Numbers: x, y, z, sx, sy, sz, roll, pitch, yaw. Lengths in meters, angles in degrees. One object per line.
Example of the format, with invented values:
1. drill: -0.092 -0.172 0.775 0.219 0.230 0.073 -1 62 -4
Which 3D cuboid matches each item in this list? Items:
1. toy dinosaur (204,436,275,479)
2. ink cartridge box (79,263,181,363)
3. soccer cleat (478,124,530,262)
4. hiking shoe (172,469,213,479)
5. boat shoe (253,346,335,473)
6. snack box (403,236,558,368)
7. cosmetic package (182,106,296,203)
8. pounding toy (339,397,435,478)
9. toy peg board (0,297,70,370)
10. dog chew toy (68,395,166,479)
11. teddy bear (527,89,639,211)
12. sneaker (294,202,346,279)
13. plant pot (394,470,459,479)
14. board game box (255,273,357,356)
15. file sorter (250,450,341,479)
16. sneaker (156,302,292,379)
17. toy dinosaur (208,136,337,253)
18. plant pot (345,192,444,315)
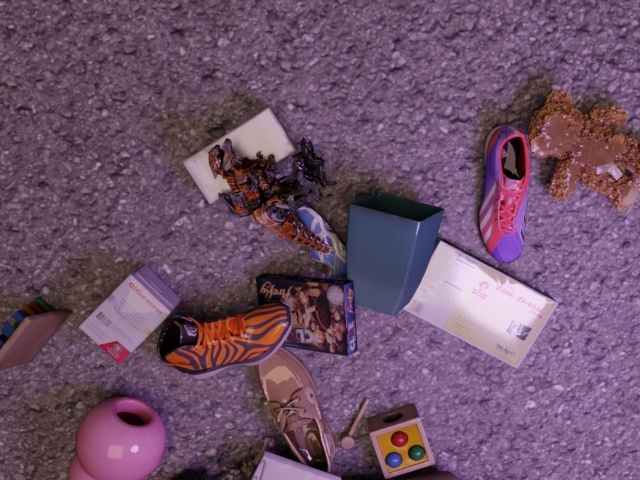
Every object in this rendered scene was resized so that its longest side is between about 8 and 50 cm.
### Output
1. toy dinosaur: -0.219 0.585 1.698 0.118 0.064 0.268 33 102 -13
2. ink cartridge box: -0.433 0.164 1.581 0.176 0.127 0.128 -43 97 7
3. soccer cleat: 0.420 -0.098 1.544 0.109 0.116 0.318 -1 100 0
4. hiking shoe: -0.333 0.647 1.696 0.227 0.086 0.114 -31 117 23
5. boat shoe: -0.055 0.406 1.637 0.122 0.110 0.341 -28 100 5
6. snack box: 0.371 0.147 1.618 0.322 0.060 0.187 28 100 -5
7. cosmetic package: -0.180 -0.191 1.541 0.231 0.085 0.117 -30 100 3
8. pounding toy: 0.148 0.476 1.660 0.206 0.094 0.181 -19 100 3
9. toy peg board: -0.693 0.209 1.580 0.079 0.161 0.161 41 98 8
10. dog chew toy: -0.498 0.535 1.622 0.207 0.206 0.331 26 108 -5
11. teddy bear: 0.606 -0.198 1.545 0.338 0.113 0.245 9 108 -10
12. sneaker: 0.000 0.000 1.578 0.081 0.080 0.211 -37 97 3
13. plant pot: 0.223 0.689 1.617 0.281 0.323 0.323 -22 100 -13
14. board game box: -0.034 0.166 1.565 0.243 0.042 0.165 2 102 33
15. file sorter: -0.099 0.670 1.607 0.193 0.173 0.277 21 125 -4
16. sneaker: -0.228 0.215 1.531 0.321 0.124 0.180 -30 144 18
17. toy dinosaur: -0.091 -0.103 1.480 0.218 0.164 0.322 -35 131 22
18. plant pot: 0.152 0.035 1.524 0.166 0.166 0.234 16 108 24
